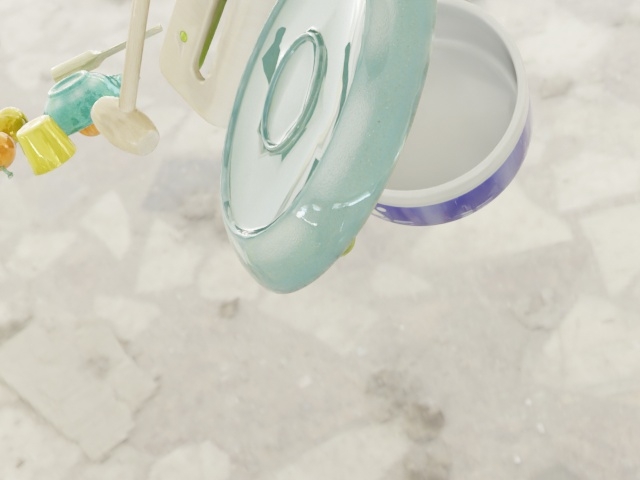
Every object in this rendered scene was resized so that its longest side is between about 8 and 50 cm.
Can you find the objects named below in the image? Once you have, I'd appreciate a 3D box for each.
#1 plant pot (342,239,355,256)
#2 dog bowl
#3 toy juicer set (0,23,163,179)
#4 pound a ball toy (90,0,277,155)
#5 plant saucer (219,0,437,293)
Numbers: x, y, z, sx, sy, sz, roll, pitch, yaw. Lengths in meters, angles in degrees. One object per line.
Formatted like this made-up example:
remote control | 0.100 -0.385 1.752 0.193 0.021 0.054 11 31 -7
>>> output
plant pot | 0.000 0.000 2.109 0.083 0.083 0.079 6 21 26
dog bowl | 0.119 -0.154 1.636 0.265 0.104 0.265 -5 69 13
toy juicer set | -0.366 -0.184 1.973 0.209 0.089 0.329 -12 30 36
pound a ball toy | -0.081 -0.215 1.341 0.208 0.319 0.136 -26 62 -41
plant saucer | -0.009 -0.115 1.104 0.317 0.044 0.317 -47 33 44
